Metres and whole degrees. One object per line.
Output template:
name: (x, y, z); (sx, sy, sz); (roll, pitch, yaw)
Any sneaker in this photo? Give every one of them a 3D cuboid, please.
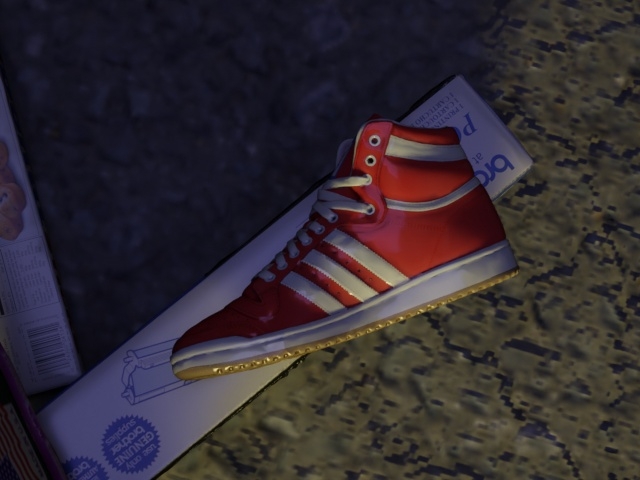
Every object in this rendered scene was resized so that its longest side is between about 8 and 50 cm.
sneaker: (0.000, 0.000, 0.470); (0.118, 0.042, 0.067); (-19, 89, -13)

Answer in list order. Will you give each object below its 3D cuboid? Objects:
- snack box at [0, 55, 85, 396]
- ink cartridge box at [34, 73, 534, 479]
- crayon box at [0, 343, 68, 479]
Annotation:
snack box: (-0.147, -0.022, 0.573); (0.064, 0.022, 0.178); (-15, 85, -4)
ink cartridge box: (-0.020, 0.027, 0.537); (0.207, 0.097, 0.046); (-39, 87, -7)
crayon box: (-0.250, 0.101, 0.458); (0.313, 0.106, 0.362); (-27, 88, 13)
